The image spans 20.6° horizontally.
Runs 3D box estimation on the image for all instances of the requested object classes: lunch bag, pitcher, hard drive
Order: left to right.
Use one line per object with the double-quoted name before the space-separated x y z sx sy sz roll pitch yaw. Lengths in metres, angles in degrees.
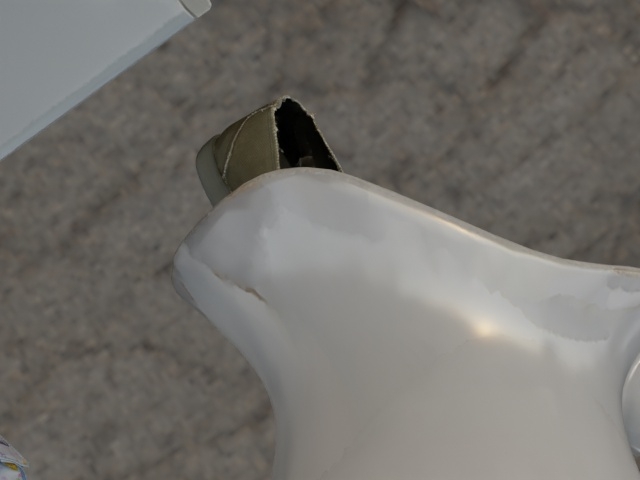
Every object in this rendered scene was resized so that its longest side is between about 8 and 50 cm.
"lunch bag" -0.279 0.191 1.483 0.053 0.071 0.083 -32 135 -25
"hard drive" -0.258 -0.201 1.490 0.307 0.203 0.040 -30 -171 37
"pitcher" 0.055 0.099 0.357 0.178 0.207 0.125 4 152 -11

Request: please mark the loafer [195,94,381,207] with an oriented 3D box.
"loafer" 0.000 0.000 1.142 0.094 0.251 0.087 7 130 -47
